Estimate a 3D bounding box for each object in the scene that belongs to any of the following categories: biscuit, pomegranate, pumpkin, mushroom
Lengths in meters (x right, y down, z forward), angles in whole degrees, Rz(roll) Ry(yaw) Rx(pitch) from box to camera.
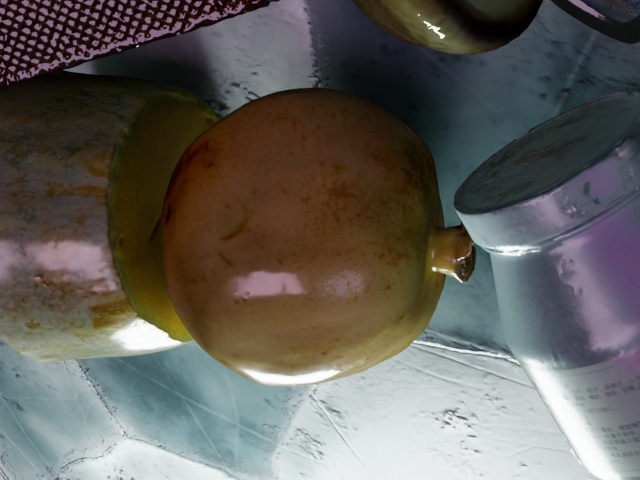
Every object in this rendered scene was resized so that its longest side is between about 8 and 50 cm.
[{"bbox_3d":[-0.221,-0.247,1.214,0.388,0.073,0.107,-14,123,15],"label":"biscuit"},{"bbox_3d":[0.000,0.000,1.203,0.319,0.319,0.319,18,131,21],"label":"pomegranate"},{"bbox_3d":[-0.218,-0.035,1.314,0.199,0.332,0.332,-5,121,20],"label":"pumpkin"},{"bbox_3d":[0.044,-0.283,1.003,0.212,0.217,0.292,6,127,34],"label":"mushroom"}]

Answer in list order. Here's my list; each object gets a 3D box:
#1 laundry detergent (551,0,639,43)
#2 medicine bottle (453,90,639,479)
[{"bbox_3d":[0.271,-0.272,0.965,0.144,0.078,0.221,35,133,3],"label":"laundry detergent"},{"bbox_3d":[0.272,0.037,1.087,0.245,0.245,0.290,-21,109,42],"label":"medicine bottle"}]
